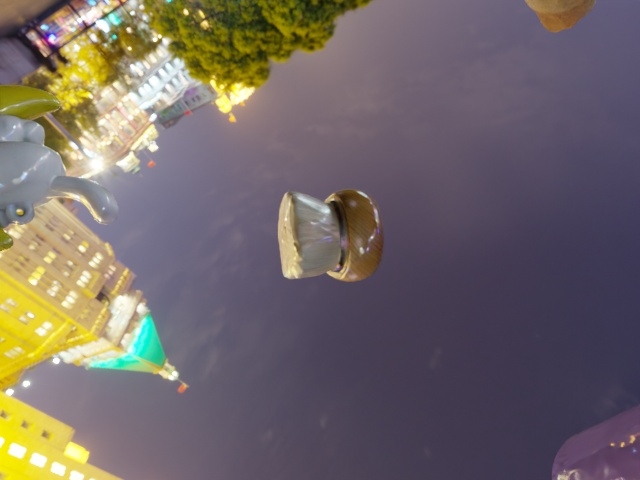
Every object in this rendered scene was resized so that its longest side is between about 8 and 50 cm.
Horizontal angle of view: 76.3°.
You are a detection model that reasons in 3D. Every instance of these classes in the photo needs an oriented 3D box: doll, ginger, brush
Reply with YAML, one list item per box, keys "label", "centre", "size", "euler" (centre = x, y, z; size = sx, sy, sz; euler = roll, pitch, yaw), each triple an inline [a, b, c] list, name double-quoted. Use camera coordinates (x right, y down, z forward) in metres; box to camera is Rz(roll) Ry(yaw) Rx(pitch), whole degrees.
- label: "doll"
  centre: [-0.440, -0.098, 0.564]
  size: [0.252, 0.237, 0.111]
  euler: [-19, 168, -19]
- label: "ginger"
  centre: [0.267, -0.309, 0.435]
  size: [0.095, 0.190, 0.069]
  euler: [32, -104, 18]
- label: "brush"
  centre: [0.000, 0.000, 0.796]
  size: [0.166, 0.174, 0.266]
  euler: [-5, 173, -15]

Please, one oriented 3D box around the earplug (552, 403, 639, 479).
- label: "earplug"
  centre: [0.351, 0.097, 0.183]
  size: [0.215, 0.215, 0.456]
  euler: [-93, -157, -51]
